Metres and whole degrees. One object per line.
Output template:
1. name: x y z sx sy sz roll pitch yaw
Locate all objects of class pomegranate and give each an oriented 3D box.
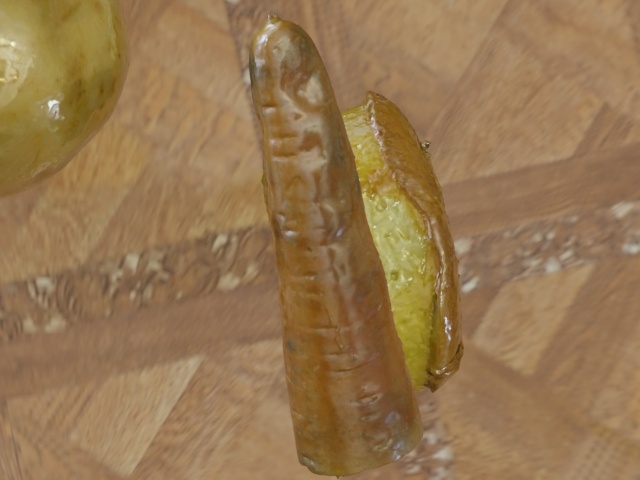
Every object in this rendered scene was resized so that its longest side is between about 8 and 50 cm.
1. pomegranate: -0.302 -0.156 1.497 0.307 0.307 0.307 1 80 -8

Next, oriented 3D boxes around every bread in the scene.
1. bread: 0.034 0.012 1.571 0.145 0.268 0.268 -10 82 -5

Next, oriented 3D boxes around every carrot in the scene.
1. carrot: 0.000 0.000 0.837 0.061 0.061 0.210 -15 110 -11
